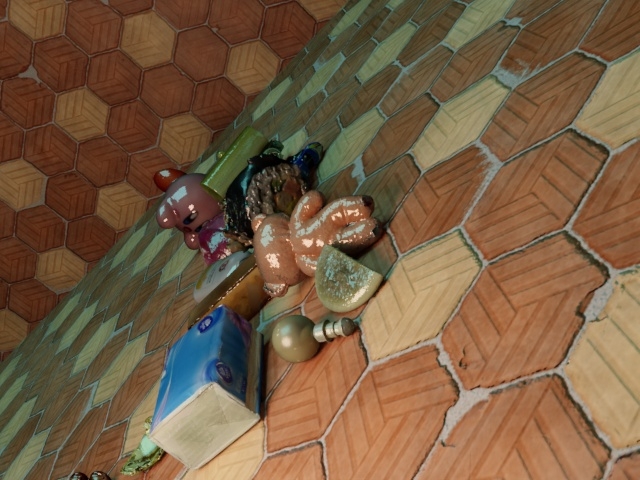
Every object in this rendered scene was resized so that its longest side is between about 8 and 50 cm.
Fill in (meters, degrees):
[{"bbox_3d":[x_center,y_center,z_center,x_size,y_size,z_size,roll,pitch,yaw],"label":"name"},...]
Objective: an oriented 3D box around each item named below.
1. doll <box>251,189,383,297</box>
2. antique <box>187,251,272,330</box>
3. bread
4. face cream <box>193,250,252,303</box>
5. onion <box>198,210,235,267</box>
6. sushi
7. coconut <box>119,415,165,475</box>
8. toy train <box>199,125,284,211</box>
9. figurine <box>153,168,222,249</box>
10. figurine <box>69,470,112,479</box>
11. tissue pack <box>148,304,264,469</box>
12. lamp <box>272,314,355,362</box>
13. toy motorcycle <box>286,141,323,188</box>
[{"bbox_3d":[0.000,0.000,1.581,0.304,0.156,0.201,-18,72,20],"label":"doll"},{"bbox_3d":[-0.179,0.121,1.747,0.310,0.093,0.087,-43,21,15],"label":"antique"},{"bbox_3d":[0.035,0.081,1.417,0.193,0.036,0.112,31,94,54],"label":"bread"},{"bbox_3d":[-0.236,0.091,1.951,0.291,0.071,0.143,-19,35,52],"label":"face cream"},{"bbox_3d":[-0.290,-0.030,2.225,0.247,0.111,0.250,-48,19,5],"label":"onion"},{"bbox_3d":[-0.146,-0.083,1.859,0.219,0.239,0.224,155,114,-62],"label":"sushi"},{"bbox_3d":[-0.368,0.442,1.613,0.158,0.055,0.133,-44,20,8],"label":"coconut"},{"bbox_3d":[-0.245,-0.230,2.368,0.307,0.189,0.126,-54,19,-16],"label":"toy train"},{"bbox_3d":[-0.422,-0.133,2.500,0.211,0.270,0.261,-35,33,19],"label":"figurine"},{"bbox_3d":[-0.538,0.620,1.502,0.282,0.167,0.370,-5,21,7],"label":"figurine"},{"bbox_3d":[-0.224,0.286,1.471,0.198,0.146,0.263,-41,21,18],"label":"tissue pack"},{"bbox_3d":[-0.010,0.173,1.350,0.163,0.091,0.091,-17,34,29],"label":"lamp"},{"bbox_3d":[-0.079,-0.186,2.083,0.169,0.113,0.315,-21,24,32],"label":"toy motorcycle"}]
